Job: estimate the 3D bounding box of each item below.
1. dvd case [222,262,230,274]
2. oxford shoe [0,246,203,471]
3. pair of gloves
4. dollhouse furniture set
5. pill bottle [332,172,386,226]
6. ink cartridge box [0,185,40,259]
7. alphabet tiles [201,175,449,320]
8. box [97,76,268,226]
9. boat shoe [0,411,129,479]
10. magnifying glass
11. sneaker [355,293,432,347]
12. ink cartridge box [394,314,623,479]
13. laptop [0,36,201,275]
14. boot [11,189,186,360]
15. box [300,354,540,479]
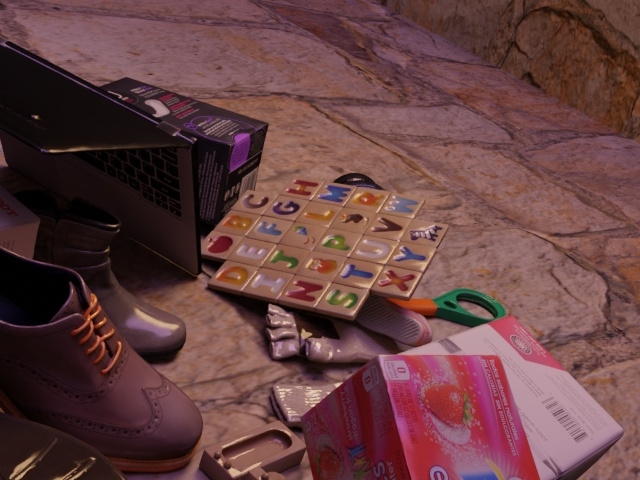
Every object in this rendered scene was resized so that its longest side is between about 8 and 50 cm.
[{"bbox_3d":[-0.079,0.014,1.463,0.165,0.018,0.221,10,28,-17],"label":"dvd case"},{"bbox_3d":[-0.246,0.114,0.907,0.364,0.133,0.130,35,38,-26],"label":"oxford shoe"},{"bbox_3d":[0.031,0.169,1.206,0.204,0.042,0.240,12,27,-16],"label":"pair of gloves"},{"bbox_3d":[-0.014,0.217,0.979,0.151,0.123,0.144,37,30,32],"label":"dollhouse furniture set"},{"bbox_3d":[0.068,-0.025,1.522,0.123,0.122,0.219,13,27,-14],"label":"pill bottle"},{"bbox_3d":[-0.457,0.023,1.003,0.171,0.168,0.233,36,30,30],"label":"ink cartridge box"},{"bbox_3d":[0.000,0.000,1.371,0.343,0.011,0.285,11,41,24],"label":"alphabet tiles"},{"bbox_3d":[-0.245,-0.148,1.506,0.270,0.143,0.165,20,24,12],"label":"box"},{"bbox_3d":[-0.284,0.220,0.818,0.307,0.104,0.111,27,17,19],"label":"boat shoe"},{"bbox_3d":[0.195,0.107,1.469,0.231,0.026,0.092,5,29,-31],"label":"magnifying glass"},{"bbox_3d":[0.100,0.112,1.311,0.134,0.051,0.070,29,3,34],"label":"sneaker"},{"bbox_3d":[0.189,0.218,1.088,0.283,0.117,0.207,-11,51,-47],"label":"ink cartridge box"},{"bbox_3d":[-0.374,-0.105,1.184,0.382,0.407,0.236,29,52,19],"label":"laptop"},{"bbox_3d":[-0.263,0.042,1.105,0.247,0.161,0.083,19,28,-8],"label":"boot"},{"bbox_3d":[0.103,0.263,0.804,0.142,0.154,0.299,4,57,-31],"label":"box"}]
